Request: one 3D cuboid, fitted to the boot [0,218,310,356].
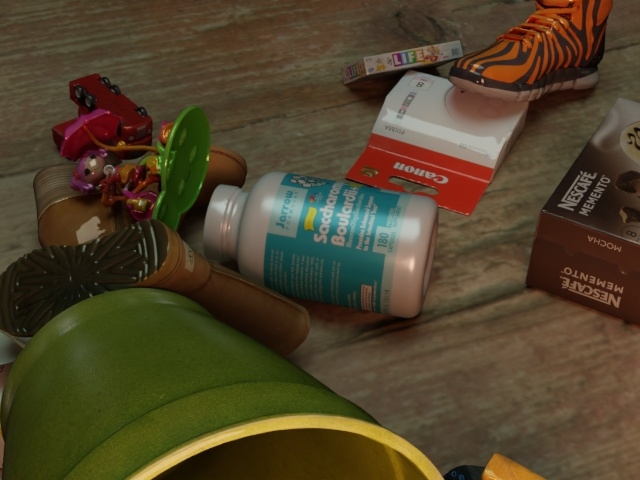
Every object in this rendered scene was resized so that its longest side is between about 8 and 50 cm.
[{"bbox_3d":[-0.173,0.082,1.335,0.236,0.269,0.089,-15,64,23],"label":"boot"}]

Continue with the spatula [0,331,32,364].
[{"bbox_3d":[-0.357,0.087,1.400,0.242,0.019,0.168,20,24,41],"label":"spatula"}]

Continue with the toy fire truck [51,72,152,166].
[{"bbox_3d":[-0.287,-0.142,1.667,0.047,0.135,0.192,-25,47,-32],"label":"toy fire truck"}]

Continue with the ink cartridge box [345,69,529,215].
[{"bbox_3d":[0.164,-0.143,1.758,0.189,0.066,0.232,18,37,18],"label":"ink cartridge box"}]

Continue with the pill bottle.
[{"bbox_3d":[0.000,0.000,1.498,0.264,0.146,0.146,10,40,9],"label":"pill bottle"}]

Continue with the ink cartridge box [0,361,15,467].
[{"bbox_3d":[-0.323,0.175,1.327,0.198,0.067,0.115,3,39,2],"label":"ink cartridge box"}]

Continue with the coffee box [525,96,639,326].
[{"bbox_3d":[0.393,-0.042,1.591,0.168,0.119,0.297,22,43,21],"label":"coffee box"}]

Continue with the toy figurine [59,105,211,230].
[{"bbox_3d":[-0.233,-0.088,1.495,0.159,0.130,0.173,11,71,15],"label":"toy figurine"}]

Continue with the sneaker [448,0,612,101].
[{"bbox_3d":[0.302,-0.304,1.808,0.124,0.180,0.321,26,28,35],"label":"sneaker"}]

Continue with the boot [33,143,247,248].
[{"bbox_3d":[-0.198,-0.013,1.543,0.283,0.109,0.220,-4,46,-25],"label":"boot"}]

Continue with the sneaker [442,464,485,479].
[{"bbox_3d":[0.117,0.281,1.221,0.216,0.079,0.121,-5,36,-23],"label":"sneaker"}]

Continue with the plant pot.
[{"bbox_3d":[-0.124,0.217,1.099,0.366,0.367,0.353,-15,31,-20],"label":"plant pot"}]

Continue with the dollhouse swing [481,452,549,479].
[{"bbox_3d":[0.211,0.402,0.925,0.305,0.315,0.347,10,37,29],"label":"dollhouse swing"}]

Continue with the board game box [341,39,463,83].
[{"bbox_3d":[0.120,-0.263,1.878,0.154,0.026,0.103,-13,2,-18],"label":"board game box"}]
